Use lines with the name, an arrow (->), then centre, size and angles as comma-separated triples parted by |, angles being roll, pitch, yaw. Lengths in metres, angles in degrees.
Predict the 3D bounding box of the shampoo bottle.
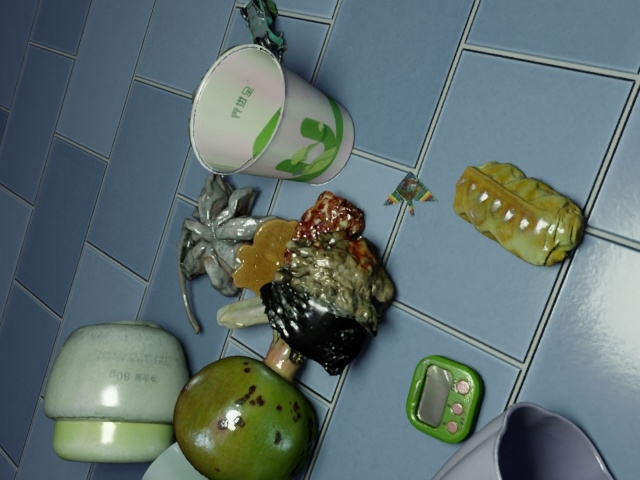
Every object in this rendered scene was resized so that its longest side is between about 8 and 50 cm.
shampoo bottle -> -0.460, 0.345, 1.539 | 0.322, 0.322, 0.318 | -9, 72, 37

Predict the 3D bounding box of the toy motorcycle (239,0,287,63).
toy motorcycle -> -0.127, -0.483, 1.529 | 0.058, 0.100, 0.173 | -30, 64, 33

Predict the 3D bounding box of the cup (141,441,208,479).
cup -> -0.210, 0.576, 1.388 | 0.312, 0.205, 0.206 | 38, 108, 33

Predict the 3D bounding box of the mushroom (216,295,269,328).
mushroom -> -0.123, 0.143, 1.413 | 0.209, 0.071, 0.084 | -12, 64, 8

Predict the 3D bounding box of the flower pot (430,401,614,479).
flower pot -> 0.276, 0.412, 1.000 | 0.243, 0.265, 0.265 | -45, 59, 36

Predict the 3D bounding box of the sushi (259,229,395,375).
sushi -> 0.027, 0.099, 1.248 | 0.225, 0.238, 0.219 | 45, 107, 14

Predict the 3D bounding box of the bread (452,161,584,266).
bread -> 0.326, -0.051, 1.124 | 0.232, 0.088, 0.128 | 41, 101, 40

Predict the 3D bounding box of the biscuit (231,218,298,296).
biscuit -> -0.114, 0.033, 1.437 | 0.027, 0.133, 0.184 | -137, 65, -71

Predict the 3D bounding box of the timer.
timer -> 0.218, 0.278, 1.185 | 0.128, 0.047, 0.140 | 17, 95, 37

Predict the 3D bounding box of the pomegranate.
pomegranate -> -0.115, 0.342, 1.325 | 0.323, 0.291, 0.291 | -35, 58, -10

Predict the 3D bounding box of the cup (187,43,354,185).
cup -> -0.086, -0.229, 1.351 | 0.253, 0.274, 0.253 | -8, 77, 37

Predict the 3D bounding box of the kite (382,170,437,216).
kite -> 0.172, -0.090, 1.297 | 0.122, 0.004, 0.090 | -9, 79, 38

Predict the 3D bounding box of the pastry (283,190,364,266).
pastry -> -0.001, -0.001, 1.368 | 0.208, 0.097, 0.115 | -51, 47, 23

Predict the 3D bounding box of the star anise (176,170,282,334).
star anise -> -0.226, 0.016, 1.516 | 0.315, 0.139, 0.360 | -16, 83, 35
